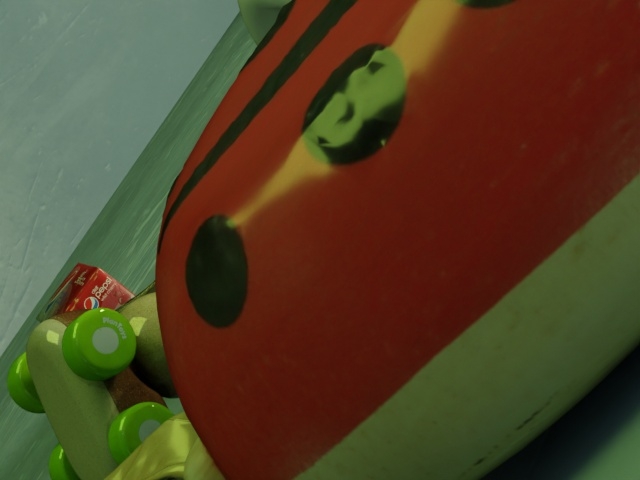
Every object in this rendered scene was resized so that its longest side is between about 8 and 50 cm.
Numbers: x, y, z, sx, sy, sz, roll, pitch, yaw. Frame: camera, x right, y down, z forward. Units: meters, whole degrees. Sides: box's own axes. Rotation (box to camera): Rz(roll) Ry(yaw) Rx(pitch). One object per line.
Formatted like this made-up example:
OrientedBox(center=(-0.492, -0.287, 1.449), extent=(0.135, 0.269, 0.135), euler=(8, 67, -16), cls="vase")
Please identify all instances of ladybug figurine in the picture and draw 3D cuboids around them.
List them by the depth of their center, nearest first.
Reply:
OrientedBox(center=(0.075, -0.065, 0.863), extent=(0.449, 0.162, 0.305), euler=(-51, 20, 2), cls="ladybug figurine")

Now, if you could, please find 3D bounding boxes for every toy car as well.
OrientedBox(center=(-0.120, 0.100, 1.501), extent=(0.188, 0.149, 0.155), euler=(-25, -2, -32), cls="toy car")

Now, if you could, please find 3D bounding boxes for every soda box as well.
OrientedBox(center=(-0.237, 0.082, 2.062), extent=(0.083, 0.092, 0.263), euler=(-53, 10, -7), cls="soda box")

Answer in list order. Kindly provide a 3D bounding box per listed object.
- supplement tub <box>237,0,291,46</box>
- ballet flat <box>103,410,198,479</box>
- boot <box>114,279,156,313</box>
OrientedBox(center=(0.101, -0.234, 1.329), extent=(0.316, 0.193, 0.193), euler=(-56, 10, -14), cls="supplement tub")
OrientedBox(center=(-0.134, 0.199, 1.266), extent=(0.232, 0.080, 0.073), euler=(-49, 26, 28), cls="ballet flat")
OrientedBox(center=(-0.152, 0.091, 1.683), extent=(0.219, 0.082, 0.106), euler=(-52, 7, -5), cls="boot")
